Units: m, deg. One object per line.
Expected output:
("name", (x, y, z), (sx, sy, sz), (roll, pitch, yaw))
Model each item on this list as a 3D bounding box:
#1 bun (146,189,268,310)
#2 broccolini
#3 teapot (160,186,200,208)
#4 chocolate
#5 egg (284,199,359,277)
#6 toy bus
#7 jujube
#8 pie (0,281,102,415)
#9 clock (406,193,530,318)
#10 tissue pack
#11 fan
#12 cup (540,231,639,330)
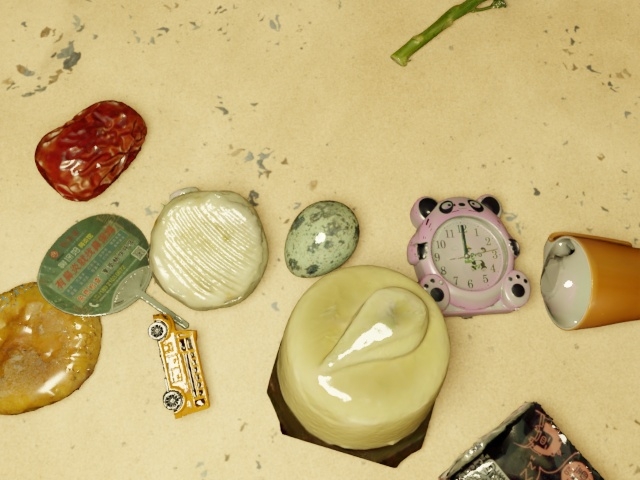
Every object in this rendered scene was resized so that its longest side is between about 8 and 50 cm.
("bun", (-0.216, 0.018, 1.217), (0.239, 0.141, 0.239), (0, 94, -1))
("broccolini", (0.329, -0.506, 1.442), (0.392, 0.079, 0.074), (-38, 90, -4))
("teapot", (-0.278, -0.068, 1.283), (0.083, 0.064, 0.064), (-19, 84, -12))
("chocolate", (0.068, 0.210, 1.103), (0.314, 0.297, 0.326), (17, 75, 7))
("egg", (0.000, 0.000, 1.239), (0.132, 0.132, 0.172), (39, 88, 8))
("toy bus", (-0.264, 0.227, 1.180), (0.088, 0.083, 0.194), (-12, 84, -16))
("jujube", (-0.457, -0.186, 1.266), (0.155, 0.155, 0.230), (35, 70, 7))
("pie", (-0.551, 0.202, 1.192), (0.274, 0.069, 0.273), (1, 67, -3))
("clock", (0.284, 0.029, 1.258), (0.228, 0.090, 0.247), (-2, 70, -8))
("tissue pack", (0.401, 0.487, 1.128), (0.245, 0.123, 0.332), (-39, 76, -6))
("fan", (-0.396, 0.052, 1.251), (0.295, 0.012, 0.223), (9, 63, -14))
("cup", (0.568, 0.069, 1.241), (0.264, 0.182, 0.226), (1, 43, -9))
